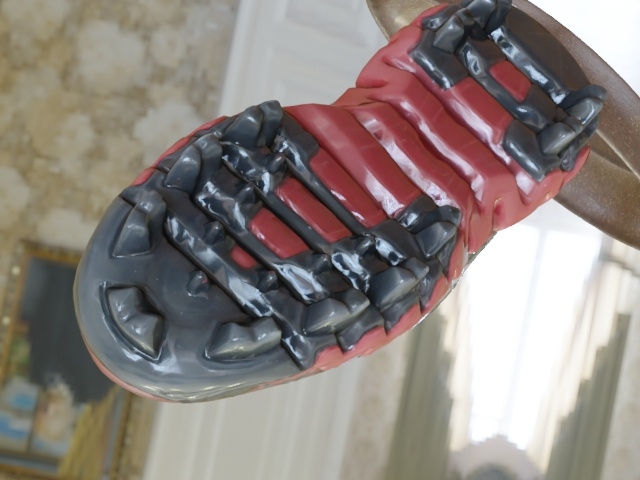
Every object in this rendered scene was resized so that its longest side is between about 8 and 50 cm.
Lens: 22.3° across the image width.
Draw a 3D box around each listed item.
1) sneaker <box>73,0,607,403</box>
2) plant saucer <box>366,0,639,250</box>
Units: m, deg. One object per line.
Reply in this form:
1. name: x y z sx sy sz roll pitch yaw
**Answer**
1. sneaker: 0.000 0.000 0.610 0.097 0.135 0.276 48 -140 6
2. plant saucer: 0.107 -0.070 0.796 0.198 0.036 0.198 42 176 4
